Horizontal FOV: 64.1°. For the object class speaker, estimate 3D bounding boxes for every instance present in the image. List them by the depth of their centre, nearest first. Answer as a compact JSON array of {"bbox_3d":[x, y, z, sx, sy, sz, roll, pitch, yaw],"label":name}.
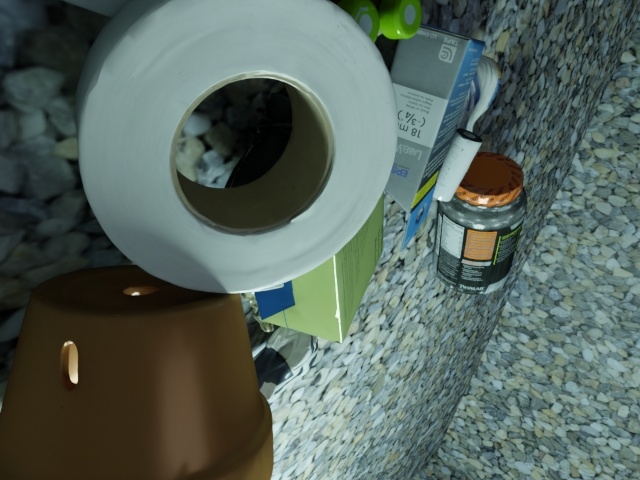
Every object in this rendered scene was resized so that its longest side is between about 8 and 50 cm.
[{"bbox_3d":[0.259,-0.145,0.996,0.055,0.055,0.136,-21,141,-47],"label":"speaker"}]

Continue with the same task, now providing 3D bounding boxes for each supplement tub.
[{"bbox_3d":[0.394,-0.039,1.282,0.207,0.207,0.338,-41,145,-29],"label":"supplement tub"}]

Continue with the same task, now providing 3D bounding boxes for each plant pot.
[{"bbox_3d":[-0.191,0.145,0.537,0.290,0.290,0.204,-10,107,-52],"label":"plant pot"}]

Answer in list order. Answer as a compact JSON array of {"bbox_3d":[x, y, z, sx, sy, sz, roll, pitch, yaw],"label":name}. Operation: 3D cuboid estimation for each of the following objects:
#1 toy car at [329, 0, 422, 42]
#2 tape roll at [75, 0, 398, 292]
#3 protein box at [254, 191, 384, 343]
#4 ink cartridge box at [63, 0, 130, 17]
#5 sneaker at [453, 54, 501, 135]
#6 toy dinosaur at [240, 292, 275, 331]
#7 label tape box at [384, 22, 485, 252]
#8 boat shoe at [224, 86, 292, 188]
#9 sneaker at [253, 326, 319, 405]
[{"bbox_3d":[0.010,-0.313,0.558,0.149,0.155,0.189,-30,125,-36],"label":"toy car"},{"bbox_3d":[-0.073,-0.092,0.479,0.286,0.100,0.286,-13,124,-20],"label":"tape roll"},{"bbox_3d":[0.000,0.000,0.749,0.200,0.135,0.201,84,27,-45],"label":"protein box"},{"bbox_3d":[-0.136,-0.279,0.454,0.224,0.056,0.181,-2,118,-54],"label":"ink cartridge box"},{"bbox_3d":[0.246,-0.229,1.033,0.130,0.112,0.297,-3,118,-35],"label":"sneaker"},{"bbox_3d":[-0.114,0.051,0.754,0.118,0.064,0.268,-49,150,-46],"label":"toy dinosaur"},{"bbox_3d":[0.163,-0.179,0.864,0.240,0.105,0.334,-39,147,-61],"label":"label tape box"},{"bbox_3d":[-0.025,-0.151,0.650,0.340,0.127,0.113,-49,148,-22],"label":"boat shoe"},{"bbox_3d":[-0.086,0.237,0.913,0.235,0.094,0.153,-52,161,5],"label":"sneaker"}]
